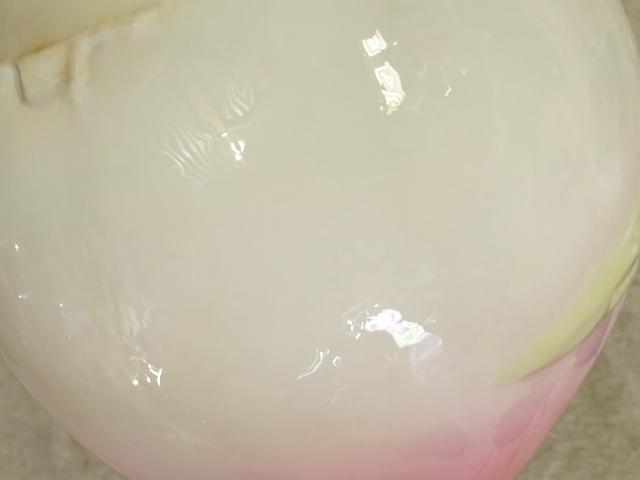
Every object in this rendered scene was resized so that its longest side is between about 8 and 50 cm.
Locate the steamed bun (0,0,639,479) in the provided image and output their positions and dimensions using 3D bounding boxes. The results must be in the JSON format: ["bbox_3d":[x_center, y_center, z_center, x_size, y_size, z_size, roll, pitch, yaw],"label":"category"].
[{"bbox_3d":[0.000,0.000,0.673,0.309,0.309,0.309,-9,74,34],"label":"steamed bun"}]
